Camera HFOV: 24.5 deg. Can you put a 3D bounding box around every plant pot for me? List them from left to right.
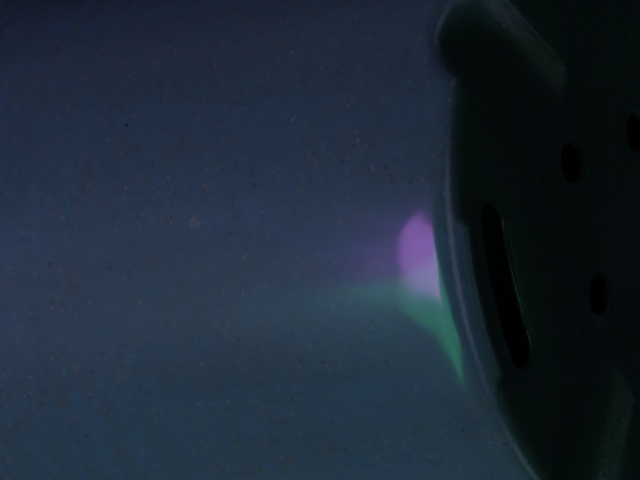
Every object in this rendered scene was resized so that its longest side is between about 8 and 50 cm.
[{"bbox_3d":[0.000,0.000,0.665,0.334,0.341,0.341,-6,115,41],"label":"plant pot"}]
